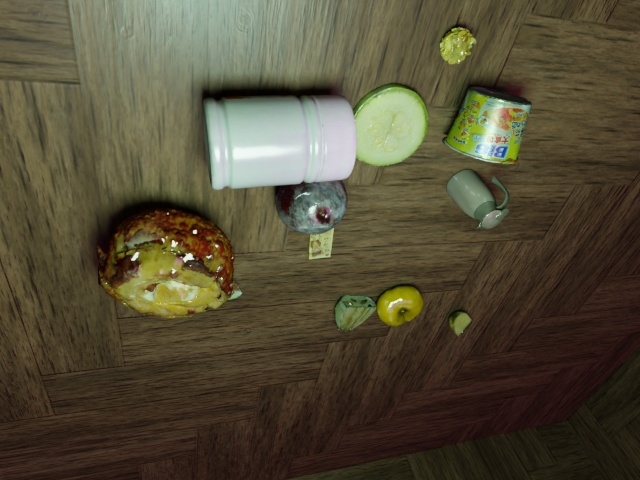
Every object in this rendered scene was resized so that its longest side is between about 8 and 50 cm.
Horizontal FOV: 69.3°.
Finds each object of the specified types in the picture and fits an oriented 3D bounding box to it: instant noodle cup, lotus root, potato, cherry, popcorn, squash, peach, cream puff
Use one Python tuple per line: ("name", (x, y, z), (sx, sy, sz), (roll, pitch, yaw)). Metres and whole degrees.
("instant noodle cup", (0.439, -0.303, 1.196), (0.205, 0.205, 0.152), (2, 120, -22))
("lotus root", (0.105, 0.261, 1.670), (0.143, 0.070, 0.144), (11, 122, -36))
("potato", (0.561, 0.324, 1.903), (0.096, 0.066, 0.103), (-43, 126, -13))
("cherry", (-0.018, -0.101, 1.208), (0.195, 0.195, 0.195), (-11, 134, -11))
("popcorn", (0.323, -0.458, 1.094), (0.083, 0.057, 0.082), (9, 129, -30))
("squash", (0.174, -0.294, 1.201), (0.219, 0.041, 0.219), (-11, 133, -11))
("peach", (0.290, 0.240, 1.695), (0.179, 0.103, 0.179), (-12, 137, -11))
("cream puff", (-0.383, 0.046, 1.176), (0.351, 0.228, 0.350), (-6, 146, -4))

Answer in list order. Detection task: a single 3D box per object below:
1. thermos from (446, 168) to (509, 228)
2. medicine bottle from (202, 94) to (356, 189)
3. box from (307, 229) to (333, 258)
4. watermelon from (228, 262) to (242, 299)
("thermos", (0.475, -0.126, 1.362), (0.137, 0.193, 0.105), (-37, 132, 13))
("medicine bottle", (-0.098, -0.224, 1.051), (0.316, 0.202, 0.202), (-5, 133, -15))
("box", (0.000, 0.000, 1.422), (0.073, 0.020, 0.149), (-8, 134, -14))
("watermelon", (-0.314, 0.108, 1.358), (0.121, 0.098, 0.158), (-24, 141, -19))
